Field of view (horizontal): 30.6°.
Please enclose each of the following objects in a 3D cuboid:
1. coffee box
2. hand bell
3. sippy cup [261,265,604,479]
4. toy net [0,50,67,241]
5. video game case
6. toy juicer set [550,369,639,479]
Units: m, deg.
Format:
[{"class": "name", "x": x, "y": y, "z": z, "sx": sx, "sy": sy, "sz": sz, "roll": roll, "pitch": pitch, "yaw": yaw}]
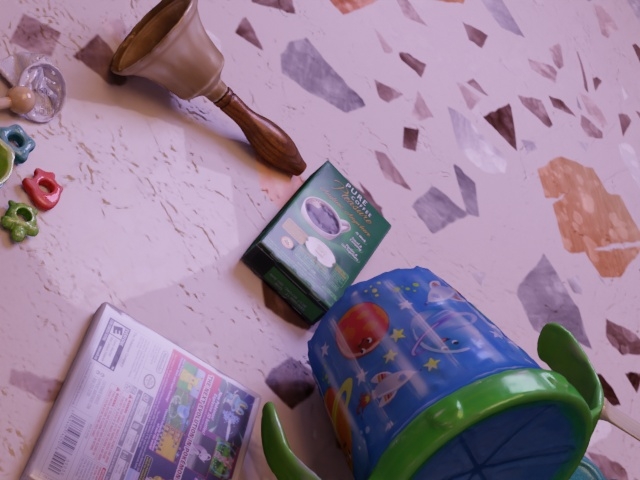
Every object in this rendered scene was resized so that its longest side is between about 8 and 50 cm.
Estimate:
[{"class": "coffee box", "x": 0.000, "y": 0.000, "z": 1.302, "sx": 0.113, "sy": 0.040, "sz": 0.184, "roll": 44, "pitch": 41, "yaw": -7}, {"class": "hand bell", "x": -0.103, "y": -0.154, "z": 1.305, "sx": 0.242, "sy": 0.126, "sz": 0.126, "roll": 43, "pitch": 39, "yaw": -28}, {"class": "sippy cup", "x": 0.105, "y": 0.153, "z": 1.135, "sx": 0.305, "sy": 0.240, "sz": 0.224, "roll": 23, "pitch": 24, "yaw": -44}, {"class": "toy net", "x": -0.284, "y": -0.110, "z": 1.128, "sx": 0.122, "sy": 0.045, "sz": 0.232, "roll": 33, "pitch": 43, "yaw": -19}, {"class": "video game case", "x": -0.152, "y": 0.176, "z": 1.046, "sx": 0.183, "sy": 0.023, "sz": 0.201, "roll": 34, "pitch": 42, "yaw": -17}, {"class": "toy juicer set", "x": 0.240, "y": 0.257, "z": 1.294, "sx": 0.209, "sy": 0.089, "sz": 0.329, "roll": 47, "pitch": 48, "yaw": 14}]
